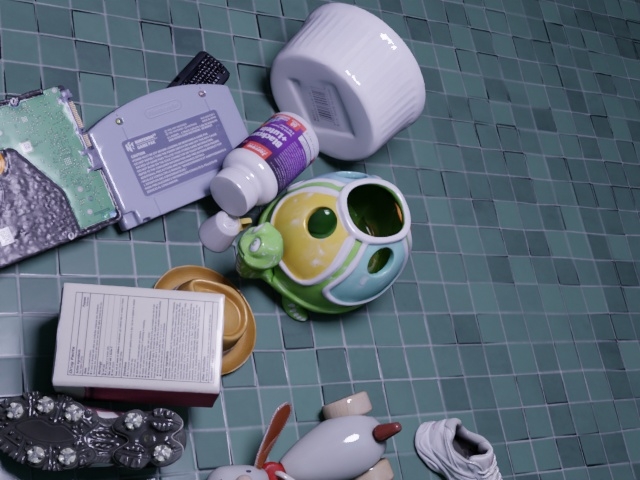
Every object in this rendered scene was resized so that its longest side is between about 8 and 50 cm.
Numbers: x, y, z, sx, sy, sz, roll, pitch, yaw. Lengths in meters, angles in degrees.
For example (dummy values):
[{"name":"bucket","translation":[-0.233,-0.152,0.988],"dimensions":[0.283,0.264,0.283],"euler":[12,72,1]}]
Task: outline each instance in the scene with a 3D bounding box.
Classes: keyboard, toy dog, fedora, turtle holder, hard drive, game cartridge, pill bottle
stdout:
[{"name":"keyboard","translation":[-0.217,-0.264,1.772],"dimensions":[0.100,0.038,0.192],"euler":[39,53,-10]},{"name":"toy dog","translation":[0.001,0.341,1.533],"dimensions":[0.220,0.161,0.334],"euler":[52,51,0]},{"name":"fedora","translation":[-0.177,0.118,1.582],"dimensions":[0.194,0.079,0.194],"euler":[14,60,-26]},{"name":"turtle holder","translation":[0.006,-0.015,1.669],"dimensions":[0.320,0.227,0.243],"euler":[19,59,-24]},{"name":"hard drive","translation":[-0.485,-0.078,1.462],"dimensions":[0.339,0.064,0.237],"euler":[-27,97,-37]},{"name":"game cartridge","translation":[-0.250,-0.154,1.663],"dimensions":[0.294,0.060,0.196],"euler":[-26,99,-39]},{"name":"pill bottle","translation":[-0.097,-0.127,1.671],"dimensions":[0.108,0.108,0.193],"euler":[47,52,-4]}]

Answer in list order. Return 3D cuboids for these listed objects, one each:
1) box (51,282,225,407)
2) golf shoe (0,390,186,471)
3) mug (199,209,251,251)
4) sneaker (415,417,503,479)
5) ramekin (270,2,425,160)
[{"name":"box","translation":[-0.260,0.155,1.432],"dimensions":[0.232,0.127,0.148],"euler":[5,70,-9]},{"name":"golf shoe","translation":[-0.327,0.282,1.400],"dimensions":[0.273,0.120,0.105],"euler":[9,71,-4]},{"name":"mug","translation":[-0.160,-0.026,1.673],"dimensions":[0.062,0.064,0.078],"euler":[43,51,-7]},{"name":"sneaker","translation":[0.269,0.398,1.704],"dimensions":[0.232,0.115,0.090],"euler":[45,52,-6]},{"name":"ramekin","translation":[0.040,-0.276,1.796],"dimensions":[0.277,0.277,0.135],"euler":[45,61,-6]}]
